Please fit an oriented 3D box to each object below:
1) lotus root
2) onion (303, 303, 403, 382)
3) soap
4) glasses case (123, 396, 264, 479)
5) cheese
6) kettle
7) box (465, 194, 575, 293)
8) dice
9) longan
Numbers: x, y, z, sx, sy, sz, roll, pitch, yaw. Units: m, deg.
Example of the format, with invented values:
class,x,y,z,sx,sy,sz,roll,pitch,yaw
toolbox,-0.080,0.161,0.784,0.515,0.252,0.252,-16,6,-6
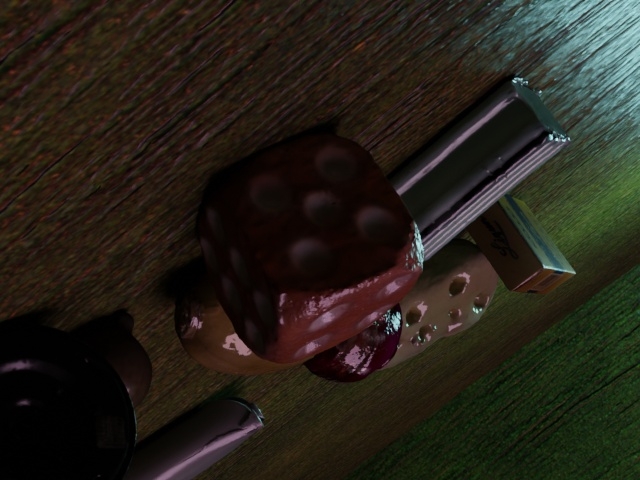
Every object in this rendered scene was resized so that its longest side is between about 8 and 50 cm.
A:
class,x,y,z,sx,sy,sz,roll,pitch,yaw
lotus root,-0.065,0.089,1.376,0.146,0.131,0.303,-40,162,23
onion,0.030,0.129,1.612,0.198,0.135,0.173,-37,-156,51
soap,0.181,-0.084,1.441,0.261,0.094,0.150,-41,167,18
glasses case,-0.232,0.347,1.865,0.308,0.083,0.128,-32,169,-6
cheese,0.164,0.095,1.801,0.263,0.093,0.159,-26,135,-27
kettle,-0.358,0.251,1.176,0.262,0.203,0.308,-22,163,-40
box,0.303,0.005,1.790,0.070,0.152,0.237,-37,163,15
dice,-0.015,0.012,1.183,0.179,0.175,0.174,-27,163,-23
longan,-0.231,0.138,1.282,0.106,0.106,0.119,65,40,-73
